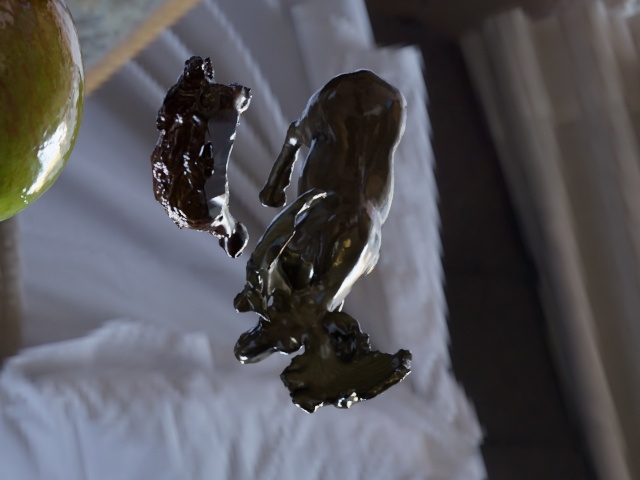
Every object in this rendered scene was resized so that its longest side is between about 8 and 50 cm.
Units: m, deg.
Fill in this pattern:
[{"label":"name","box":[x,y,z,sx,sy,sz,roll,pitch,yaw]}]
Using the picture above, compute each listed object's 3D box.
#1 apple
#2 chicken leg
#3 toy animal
[{"label":"apple","box":[-0.253,-0.099,1.276,0.196,0.196,0.196,-12,158,-5]},{"label":"chicken leg","box":[-0.090,-0.055,1.463,0.089,0.048,0.219,-27,139,-27]},{"label":"toy animal","box":[0.000,0.000,1.006,0.094,0.214,0.186,17,160,-12]}]
